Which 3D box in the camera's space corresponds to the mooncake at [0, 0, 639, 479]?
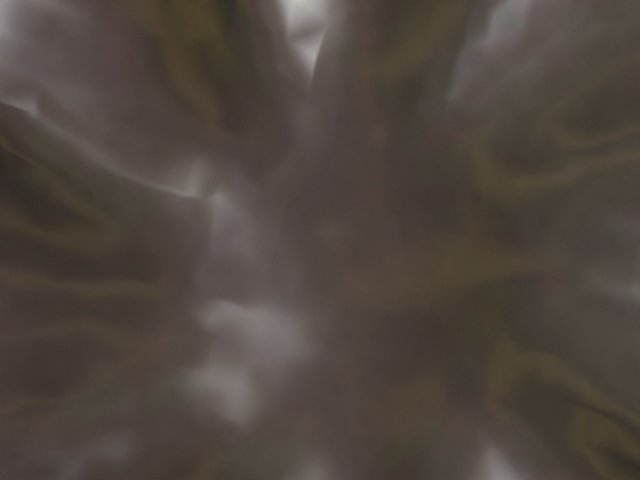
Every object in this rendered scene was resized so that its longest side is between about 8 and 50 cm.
[{"bbox_3d":[0.000,0.000,0.425,0.154,0.306,0.306,-152,63,-82],"label":"mooncake"}]
